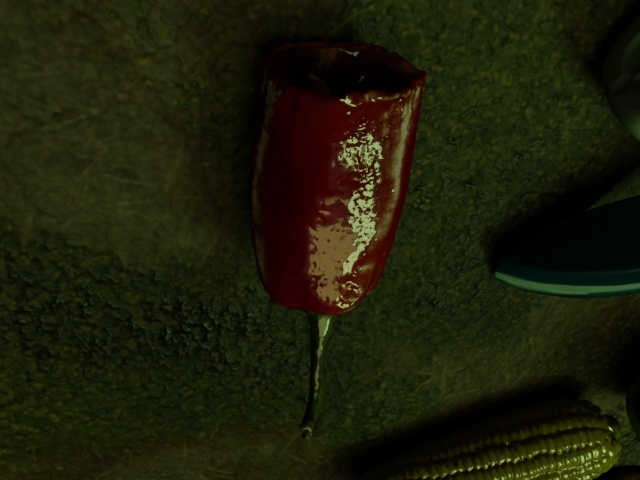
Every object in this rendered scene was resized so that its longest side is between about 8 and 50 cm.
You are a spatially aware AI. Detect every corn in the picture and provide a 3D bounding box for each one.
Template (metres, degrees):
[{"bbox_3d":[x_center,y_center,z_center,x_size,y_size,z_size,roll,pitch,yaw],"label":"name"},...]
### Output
[{"bbox_3d":[0.217,0.293,0.964,0.363,0.120,0.121,-15,128,-6],"label":"corn"}]

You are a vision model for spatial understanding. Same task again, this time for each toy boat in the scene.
[{"bbox_3d":[0.319,0.002,0.762,0.299,0.096,0.061,-14,157,23],"label":"toy boat"}]

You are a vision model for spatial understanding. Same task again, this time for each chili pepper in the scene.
[{"bbox_3d":[0.002,-0.002,0.671,0.134,0.131,0.339,-21,129,-34],"label":"chili pepper"}]

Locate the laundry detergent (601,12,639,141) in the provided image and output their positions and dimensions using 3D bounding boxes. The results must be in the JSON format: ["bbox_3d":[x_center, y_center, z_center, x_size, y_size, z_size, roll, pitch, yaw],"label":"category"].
[{"bbox_3d":[0.486,-0.144,0.707,0.397,0.125,0.264,18,133,-32],"label":"laundry detergent"}]

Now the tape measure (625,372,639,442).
[{"bbox_3d":[0.520,0.237,0.927,0.259,0.262,0.138,11,115,-24],"label":"tape measure"}]

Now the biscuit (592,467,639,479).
[{"bbox_3d":[0.446,0.491,1.231,0.317,0.040,0.318,-8,128,-11],"label":"biscuit"}]
